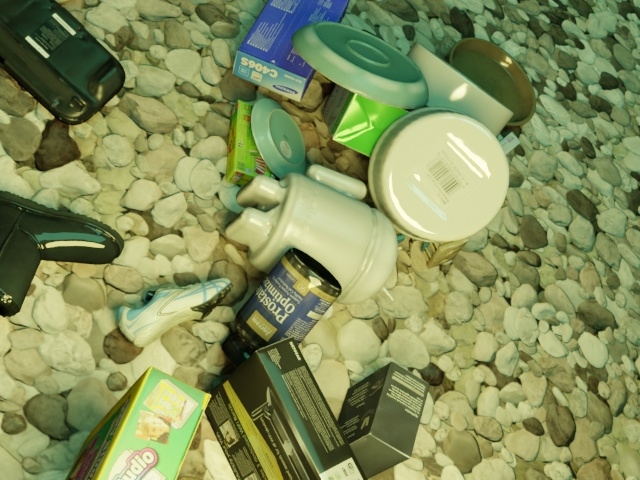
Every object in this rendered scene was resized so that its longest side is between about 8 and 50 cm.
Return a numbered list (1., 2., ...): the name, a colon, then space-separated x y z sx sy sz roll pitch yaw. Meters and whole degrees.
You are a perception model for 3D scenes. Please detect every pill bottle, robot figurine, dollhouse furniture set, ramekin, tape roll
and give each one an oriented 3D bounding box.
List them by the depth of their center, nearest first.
1. pill bottle: -0.072 0.131 1.630 0.122 0.219 0.123 38 8 -6
2. robot figurine: 0.000 0.000 1.772 0.353 0.199 0.300 23 70 -18
3. ramekin: 0.237 -0.126 1.818 0.277 0.135 0.277 0 96 -3
4. dollhouse furniture set: 0.191 -0.004 1.966 0.183 0.129 0.129 -20 73 -13
5. tape roll: 0.308 -0.340 2.147 0.286 0.100 0.286 34 13 -9

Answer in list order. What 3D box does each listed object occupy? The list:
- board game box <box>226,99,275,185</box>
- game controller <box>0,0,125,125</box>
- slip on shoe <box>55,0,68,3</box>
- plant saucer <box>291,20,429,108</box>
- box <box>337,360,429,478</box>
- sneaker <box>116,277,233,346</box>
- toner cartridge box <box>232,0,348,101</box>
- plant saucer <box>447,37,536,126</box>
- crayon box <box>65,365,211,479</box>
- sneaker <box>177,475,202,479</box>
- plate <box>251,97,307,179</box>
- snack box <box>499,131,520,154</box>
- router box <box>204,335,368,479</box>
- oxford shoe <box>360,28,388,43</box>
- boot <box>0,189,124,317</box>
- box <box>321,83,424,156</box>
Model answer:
1. board game box: -0.141 -0.195 1.906 0.092 0.043 0.181 16 55 -24
2. game controller: -0.523 -0.367 1.743 0.319 0.067 0.166 44 63 -3
3. slip on shoe: -0.488 -0.564 1.877 0.331 0.101 0.123 -26 80 -38
4. plant saucer: 0.093 -0.378 1.933 0.317 0.044 0.318 21 29 -12
5. box: 0.103 0.327 1.667 0.093 0.156 0.158 33 50 -13
6. sneaker: -0.251 0.109 1.629 0.237 0.085 0.086 -24 70 -43
7. toner cartridge box: -0.058 -0.472 2.083 0.165 0.075 0.348 22 51 2
8. plant saucer: 0.441 -0.406 2.403 0.277 0.041 0.278 15 55 -23
9. crayon box: -0.307 0.393 1.264 0.106 0.313 0.363 30 51 -13
10. sneaker: -0.236 0.491 1.407 0.099 0.153 0.282 31 20 -9
11. plate: -0.077 -0.211 1.917 0.188 0.024 0.188 37 43 -44
12. snack box: 0.407 -0.197 2.214 0.037 0.100 0.141 49 49 3
13. router box: -0.057 0.345 1.499 0.081 0.243 0.309 -18 73 -38
14. oxford shoe: 0.056 -0.429 2.111 0.096 0.083 0.227 41 38 13
15. boot: -0.468 0.042 1.520 0.246 0.094 0.207 21 50 -12
16. box: 0.151 -0.242 1.993 0.261 0.127 0.231 23 17 -13
